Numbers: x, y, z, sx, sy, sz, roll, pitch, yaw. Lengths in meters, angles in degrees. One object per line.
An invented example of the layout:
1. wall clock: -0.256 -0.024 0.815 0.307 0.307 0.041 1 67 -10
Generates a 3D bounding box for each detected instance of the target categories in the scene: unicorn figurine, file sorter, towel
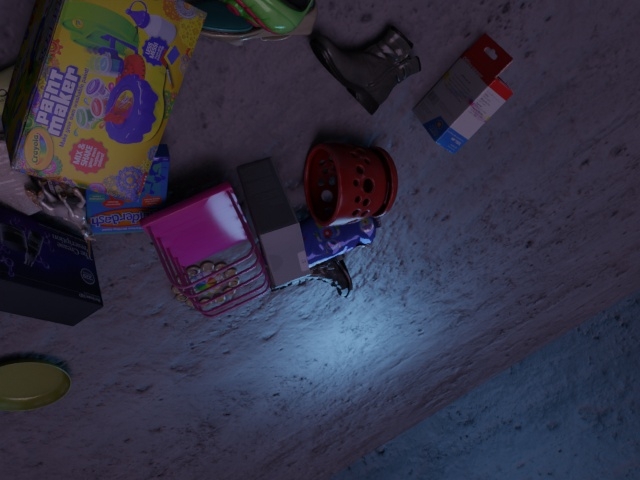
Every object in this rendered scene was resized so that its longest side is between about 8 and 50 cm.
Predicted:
1. unicorn figurine: -0.507 -0.059 1.110 0.060 0.162 0.111 -47 157 -37
2. file sorter: -0.238 0.040 1.257 0.202 0.182 0.291 -25 160 -7
3. towel: -0.706 -0.104 1.069 0.282 0.049 0.187 -13 139 -12

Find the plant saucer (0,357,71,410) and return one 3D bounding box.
1. plant saucer: -0.828 0.397 1.552 0.241 0.037 0.241 -13 139 -12

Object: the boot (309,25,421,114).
1. boot: 0.097 -0.381 1.139 0.161 0.083 0.246 -44 141 13

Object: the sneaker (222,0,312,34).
1. sneaker: -0.166 -0.526 0.805 0.202 0.185 0.483 -52 134 -2

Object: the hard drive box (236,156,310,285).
1. hard drive box: -0.108 -0.044 1.269 0.089 0.232 0.181 -18 139 -6

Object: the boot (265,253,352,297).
1. boot: -0.039 0.093 1.566 0.229 0.091 0.263 -20 129 -3

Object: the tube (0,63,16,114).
1. tube: -0.551 -0.254 0.963 0.240 0.062 0.070 -26 121 -1

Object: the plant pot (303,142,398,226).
1. plant pot: 0.075 -0.132 1.295 0.174 0.191 0.191 -4 136 -24

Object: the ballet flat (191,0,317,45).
1. ballet flat: -0.124 -0.394 1.016 0.248 0.086 0.086 -12 138 -14

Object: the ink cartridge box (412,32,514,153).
1. ink cartridge box: 0.331 -0.328 1.247 0.078 0.134 0.231 22 123 -38

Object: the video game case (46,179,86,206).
1. video game case: -0.452 -0.170 1.121 0.210 0.042 0.232 -10 137 -17

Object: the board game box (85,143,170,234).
1. board game box: -0.401 -0.103 1.147 0.160 0.047 0.210 -5 139 -24

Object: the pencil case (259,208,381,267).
1. pencil case: 0.000 0.000 1.418 0.306 0.133 0.119 -24 175 -11

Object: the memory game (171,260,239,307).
1. memory game: -0.311 0.123 1.520 0.186 0.012 0.186 -13 138 -12

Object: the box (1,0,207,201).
1. box: -0.343 -0.253 0.839 0.177 0.279 0.290 16 105 -36

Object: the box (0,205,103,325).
1. box: -0.593 0.055 1.143 0.103 0.184 0.261 -29 152 15
